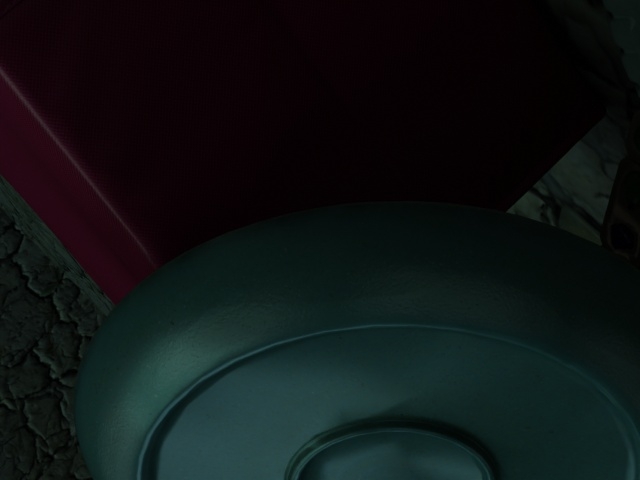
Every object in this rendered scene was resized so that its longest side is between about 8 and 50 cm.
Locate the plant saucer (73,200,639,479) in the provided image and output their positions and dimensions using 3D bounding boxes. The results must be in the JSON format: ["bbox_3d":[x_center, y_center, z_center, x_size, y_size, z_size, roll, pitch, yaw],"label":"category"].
[{"bbox_3d":[0.035,0.108,0.748,0.044,0.317,0.318,-91,-20,-45],"label":"plant saucer"}]

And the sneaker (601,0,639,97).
[{"bbox_3d":[0.152,-0.122,0.456,0.139,0.125,0.341,17,148,56],"label":"sneaker"}]

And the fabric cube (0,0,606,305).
[{"bbox_3d":[-0.051,-0.098,0.853,0.258,0.259,0.254,52,165,-21],"label":"fabric cube"}]

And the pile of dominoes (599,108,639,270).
[{"bbox_3d":[0.216,0.020,0.656,0.251,0.040,0.196,40,140,34],"label":"pile of dominoes"}]
